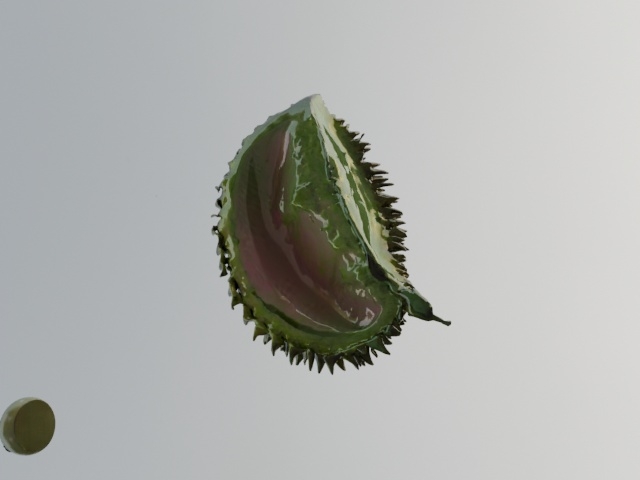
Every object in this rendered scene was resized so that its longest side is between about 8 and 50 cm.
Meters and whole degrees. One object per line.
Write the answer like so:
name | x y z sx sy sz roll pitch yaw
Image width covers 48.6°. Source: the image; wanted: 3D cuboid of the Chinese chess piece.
Chinese chess piece | -0.429 0.272 1.039 0.034 0.084 0.084 -8 -83 25

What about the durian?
durian | 0.002 0.006 0.518 0.137 0.220 0.095 -34 -38 15
